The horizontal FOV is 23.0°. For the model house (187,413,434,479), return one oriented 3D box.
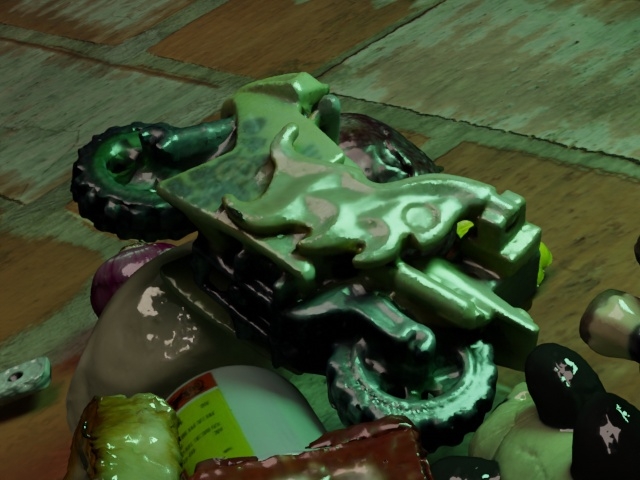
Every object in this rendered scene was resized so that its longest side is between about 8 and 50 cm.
[{"bbox_3d":[0.017,0.254,0.900,0.160,0.196,0.254,-8,26,-4],"label":"model house"}]

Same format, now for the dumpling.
[{"bbox_3d":[-0.115,0.099,1.363,0.162,0.132,0.250,38,83,22],"label":"dumpling"}]

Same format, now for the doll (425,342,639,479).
[{"bbox_3d":[0.161,0.166,1.047,0.143,0.135,0.234,-45,25,2],"label":"doll"}]

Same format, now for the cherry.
[{"bbox_3d":[0.027,-0.019,1.449,0.195,0.195,0.195,-17,27,9],"label":"cherry"}]

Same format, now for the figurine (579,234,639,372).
[{"bbox_3d":[0.326,0.119,0.868,0.241,0.306,0.412,-44,20,-6],"label":"figurine"}]

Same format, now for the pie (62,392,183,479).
[{"bbox_3d":[-0.152,0.238,1.018,0.092,0.315,0.315,16,25,-11],"label":"pie"}]

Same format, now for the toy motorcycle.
[{"bbox_3d":[0.000,0.000,1.246,0.410,0.168,0.237,37,56,27],"label":"toy motorcycle"}]

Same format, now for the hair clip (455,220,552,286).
[{"bbox_3d":[0.160,0.001,1.452,0.072,0.046,0.173,-27,28,-1],"label":"hair clip"}]

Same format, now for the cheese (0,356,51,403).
[{"bbox_3d":[-0.372,0.167,1.533,0.235,0.049,0.127,-20,25,6],"label":"cheese"}]

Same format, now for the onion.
[{"bbox_3d":[-0.170,0.050,1.563,0.115,0.115,0.104,-24,71,-4],"label":"onion"}]

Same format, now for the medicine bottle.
[{"bbox_3d":[-0.041,0.193,1.138,0.139,0.139,0.225,-26,27,-8],"label":"medicine bottle"}]
